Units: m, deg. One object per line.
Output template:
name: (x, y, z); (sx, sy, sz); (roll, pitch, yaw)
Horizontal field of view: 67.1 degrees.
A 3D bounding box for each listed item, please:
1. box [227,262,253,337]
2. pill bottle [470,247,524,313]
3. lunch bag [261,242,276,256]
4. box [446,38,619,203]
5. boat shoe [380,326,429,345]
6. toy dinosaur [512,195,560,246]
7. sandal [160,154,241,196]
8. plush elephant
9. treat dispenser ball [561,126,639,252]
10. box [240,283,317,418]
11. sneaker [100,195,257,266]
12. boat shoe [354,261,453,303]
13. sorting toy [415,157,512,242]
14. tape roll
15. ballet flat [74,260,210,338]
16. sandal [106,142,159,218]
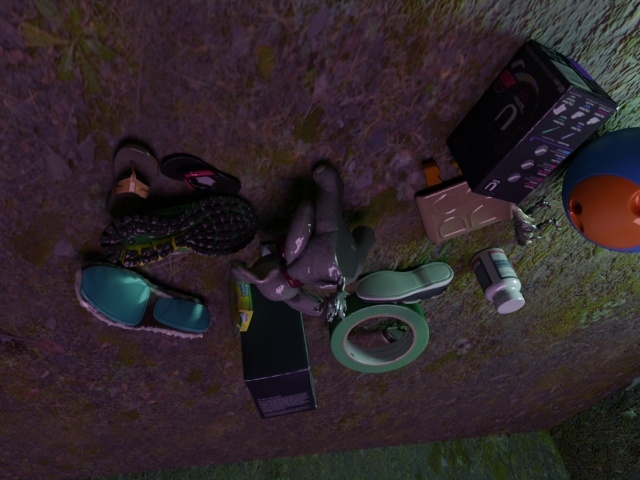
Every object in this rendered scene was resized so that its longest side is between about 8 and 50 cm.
box: (-0.212, 0.158, 1.274); (0.043, 0.179, 0.105); (3, 140, -19)
pill bottle: (0.531, 0.122, 1.440); (0.108, 0.180, 0.108); (-8, 142, -6)
lunch bag: (-0.118, 0.045, 1.263); (0.071, 0.053, 0.083); (-7, 116, -7)
box: (0.411, -0.230, 0.979); (0.143, 0.165, 0.270); (9, 137, -26)
boat shoe: (0.306, 0.345, 1.743); (0.228, 0.081, 0.069); (21, 124, -41)
toy dinosaur: (0.582, -0.057, 1.333); (0.118, 0.064, 0.268); (-22, 138, 22)
sandal: (-0.246, -0.129, 1.016); (0.179, 0.040, 0.067); (19, 130, -34)
plush elephant: (-0.045, 0.044, 1.111); (0.256, 0.329, 0.272); (-8, 143, 28)
treat dispenser ball: (0.716, -0.114, 1.111); (0.288, 0.288, 0.288); (-8, 142, -6)
box: (-0.125, 0.312, 1.401); (0.183, 0.296, 0.294); (-9, 141, -4)
sneaker: (-0.308, -0.031, 1.078); (0.344, 0.146, 0.134); (-6, 100, -26)
boat shoe: (0.250, 0.146, 1.447); (0.303, 0.114, 0.091); (-7, 136, -6)
sorting toy: (0.357, -0.115, 1.216); (0.229, 0.041, 0.307); (-17, 142, 12)
tape roll: (0.189, 0.304, 1.585); (0.322, 0.077, 0.321); (-2, 125, -3)
ballet flat: (-0.476, 0.176, 1.272); (0.147, 0.147, 0.409); (-32, 138, 22)
sandal: (-0.392, -0.107, 0.988); (0.090, 0.060, 0.219); (14, 135, -30)
